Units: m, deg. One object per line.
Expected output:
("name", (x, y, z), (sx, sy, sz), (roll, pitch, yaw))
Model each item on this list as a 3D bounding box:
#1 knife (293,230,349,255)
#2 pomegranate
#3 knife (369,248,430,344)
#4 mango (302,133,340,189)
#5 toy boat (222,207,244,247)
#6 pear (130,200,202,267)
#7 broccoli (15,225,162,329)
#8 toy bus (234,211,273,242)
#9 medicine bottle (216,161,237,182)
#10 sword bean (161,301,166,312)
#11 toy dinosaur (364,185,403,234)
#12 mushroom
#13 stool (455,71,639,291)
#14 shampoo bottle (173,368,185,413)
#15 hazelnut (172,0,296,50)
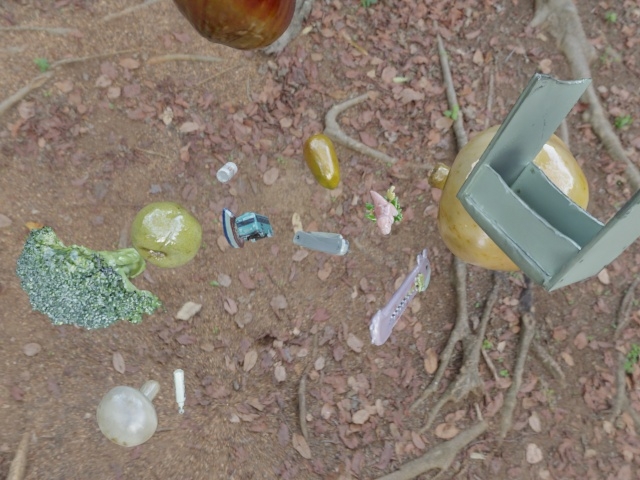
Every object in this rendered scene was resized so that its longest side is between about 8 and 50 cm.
("knife", (-0.001, 0.003, 1.520), (0.041, 0.266, 0.073), (8, 91, -43))
("pomegranate", (0.482, -0.112, 1.156), (0.412, 0.411, 0.411), (4, 69, -11))
("knife", (0.228, 0.153, 1.147), (0.399, 0.038, 0.132), (-38, 125, -47))
("mango", (0.007, -0.344, 1.822), (0.139, 0.175, 0.254), (-28, 62, 13))
("toy boat", (-0.323, -0.042, 1.597), (0.046, 0.228, 0.080), (35, 63, 21))
("pear", (-0.359, -0.016, 1.002), (0.167, 0.167, 0.136), (24, 57, -2))
("broccoli", (-0.673, 0.080, 1.239), (0.275, 0.397, 0.353), (-37, 124, 5))
("toy bus", (-0.230, -0.047, 1.485), (0.079, 0.160, 0.091), (-18, 85, 11))
("medicine bottle", (-0.379, -0.277, 1.738), (0.057, 0.057, 0.089), (25, 33, -2))
("sword bean", (-0.654, 0.276, 1.777), (0.012, 0.012, 0.083), (-29, 35, -21))
("toy dinosaur", (0.234, -0.109, 1.699), (0.152, 0.177, 0.194), (-10, 81, 20))
("mushroom", (-0.624, 0.563, 1.435), (0.207, 0.207, 0.215), (33, 32, 1))
("stool", (0.417, -0.097, 0.722), (0.170, 0.269, 0.243), (-10, 51, -31))
("shampoo bottle", (-0.473, 0.509, 1.440), (0.034, 0.049, 0.141), (-4, 86, -26))
("hazelnut", (-0.164, -0.482, 0.827), (0.252, 0.217, 0.217), (12, 63, -44))
